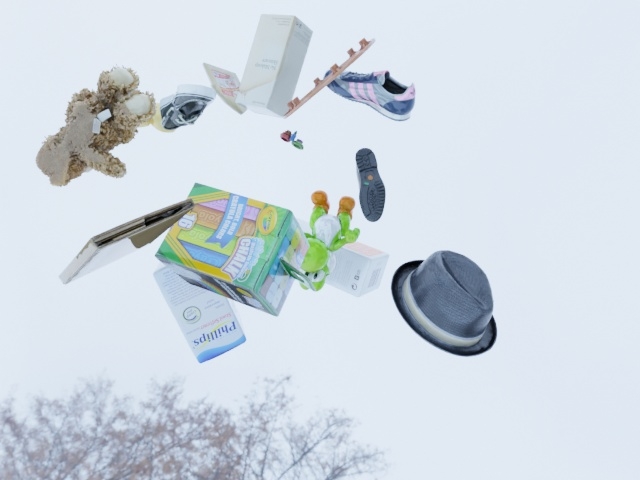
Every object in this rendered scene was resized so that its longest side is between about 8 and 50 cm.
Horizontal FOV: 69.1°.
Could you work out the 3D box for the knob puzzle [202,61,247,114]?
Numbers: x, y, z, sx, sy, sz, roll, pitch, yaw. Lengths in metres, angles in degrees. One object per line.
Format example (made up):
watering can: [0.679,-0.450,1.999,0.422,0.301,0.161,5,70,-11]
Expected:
knob puzzle: [-0.328,-0.529,1.663,0.030,0.213,0.213,-31,-106,28]

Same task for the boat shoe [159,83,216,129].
boat shoe: [-0.286,-0.280,0.999,0.219,0.078,0.070,2,-92,54]

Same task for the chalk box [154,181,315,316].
chalk box: [-0.140,0.028,0.943,0.289,0.180,0.179,17,-110,16]

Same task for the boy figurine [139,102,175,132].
boy figurine: [-0.575,-0.383,1.413,0.177,0.285,0.092,-103,-163,-50]

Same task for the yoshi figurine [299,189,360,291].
yoshi figurine: [0.007,-0.014,1.537,0.204,0.203,0.362,-22,-139,45]

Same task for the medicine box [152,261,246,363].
medicine box: [-0.350,0.166,1.367,0.289,0.149,0.263,67,-10,-13]

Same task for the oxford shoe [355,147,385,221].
oxford shoe: [0.155,-0.165,1.444,0.096,0.083,0.227,72,14,-81]

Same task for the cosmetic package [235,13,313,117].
cosmetic package: [-0.157,-0.585,1.569,0.160,0.113,0.309,19,-87,33]

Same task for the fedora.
fedora: [0.361,0.143,1.271,0.334,0.334,0.152,49,-41,29]

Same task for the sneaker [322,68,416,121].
sneaker: [0.160,-0.504,1.484,0.319,0.112,0.131,26,-36,10]

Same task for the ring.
ring: [0.015,-0.466,1.325,0.337,0.336,0.032,-23,-67,46]

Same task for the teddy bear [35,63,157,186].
teddy bear: [-0.536,-0.269,1.134,0.245,0.113,0.338,35,-81,8]

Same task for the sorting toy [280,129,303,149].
sorting toy: [-0.099,-0.378,1.714,0.042,0.102,0.061,-63,-176,-11]

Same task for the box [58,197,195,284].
box: [-0.305,0.002,0.729,0.201,0.164,0.021,-27,-85,46]

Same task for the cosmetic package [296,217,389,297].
cosmetic package: [0.021,0.056,1.882,0.454,0.230,0.161,22,-77,23]
